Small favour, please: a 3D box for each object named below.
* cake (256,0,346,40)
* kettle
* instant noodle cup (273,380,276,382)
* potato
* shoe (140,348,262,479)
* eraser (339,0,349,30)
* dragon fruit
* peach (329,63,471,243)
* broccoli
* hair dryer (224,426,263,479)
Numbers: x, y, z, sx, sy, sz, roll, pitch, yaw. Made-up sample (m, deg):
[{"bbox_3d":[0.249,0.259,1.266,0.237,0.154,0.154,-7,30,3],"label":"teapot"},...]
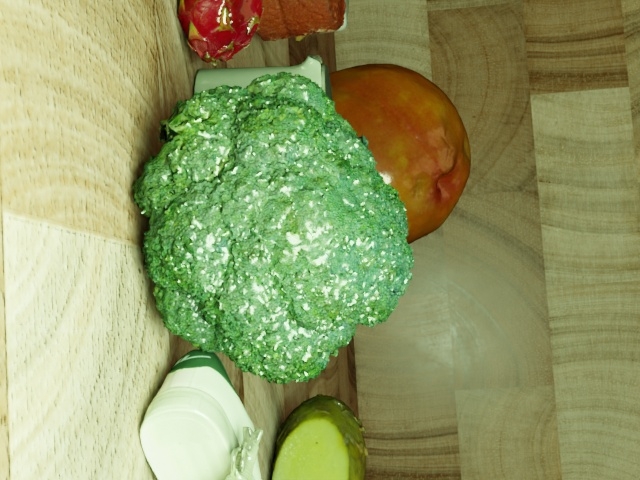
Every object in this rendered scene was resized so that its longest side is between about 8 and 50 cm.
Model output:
[{"bbox_3d":[-0.052,-0.441,1.347,0.177,0.151,0.282,-31,118,-70],"label":"cake"},{"bbox_3d":[-0.060,-0.137,1.022,0.098,0.148,0.126,45,42,-82],"label":"kettle"},{"bbox_3d":[-0.033,0.088,1.419,0.274,0.091,0.273,-3,90,-84],"label":"instant noodle cup"},{"bbox_3d":[-0.001,0.341,1.309,0.298,0.141,0.176,-84,163,-61],"label":"potato"},{"bbox_3d":[-0.085,0.216,0.808,0.110,0.095,0.264,-86,167,-58],"label":"shoe"},{"bbox_3d":[-0.029,-0.485,1.566,0.331,0.150,0.331,-3,90,-83],"label":"eraser"},{"bbox_3d":[-0.110,-0.282,0.955,0.094,0.094,0.190,44,38,-81],"label":"dragon fruit"},{"bbox_3d":[0.102,-0.141,1.579,0.343,0.302,0.342,-14,112,-39],"label":"peach"},{"bbox_3d":[-0.045,-0.013,0.806,0.270,0.270,0.269,177,-91,-65],"label":"broccoli"},{"bbox_3d":[-0.091,0.224,0.645,0.206,0.075,0.237,73,30,-44],"label":"hair dryer"}]
